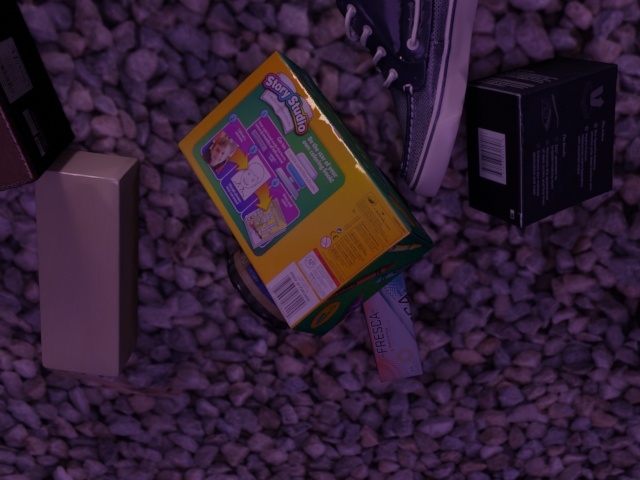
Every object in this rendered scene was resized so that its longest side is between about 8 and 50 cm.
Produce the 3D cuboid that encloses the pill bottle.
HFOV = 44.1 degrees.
[{"bbox_3d":[0.000,0.000,0.978,0.219,0.123,0.123,-41,110,14],"label":"pill bottle"}]

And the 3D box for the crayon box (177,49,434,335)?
[{"bbox_3d":[-0.023,-0.055,0.883,0.165,0.081,0.278,-40,66,14],"label":"crayon box"}]

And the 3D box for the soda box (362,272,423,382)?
[{"bbox_3d":[0.091,0.098,1.062,0.062,0.058,0.183,-13,115,3],"label":"soda box"}]

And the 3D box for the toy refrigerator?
[{"bbox_3d":[-0.289,0.029,0.994,0.102,0.094,0.270,7,113,1],"label":"toy refrigerator"}]

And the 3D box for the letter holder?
[{"bbox_3d":[-0.441,-0.198,0.851,0.214,0.152,0.302,-14,114,6],"label":"letter holder"}]

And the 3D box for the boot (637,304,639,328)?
[{"bbox_3d":[0.568,0.088,1.084,0.208,0.076,0.190,25,113,-21],"label":"boot"}]

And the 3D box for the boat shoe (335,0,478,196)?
[{"bbox_3d":[0.087,-0.224,0.893,0.158,0.127,0.341,8,106,1],"label":"boat shoe"}]

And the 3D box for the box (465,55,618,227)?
[{"bbox_3d":[0.257,-0.119,0.921,0.158,0.093,0.156,-20,118,-26],"label":"box"}]
